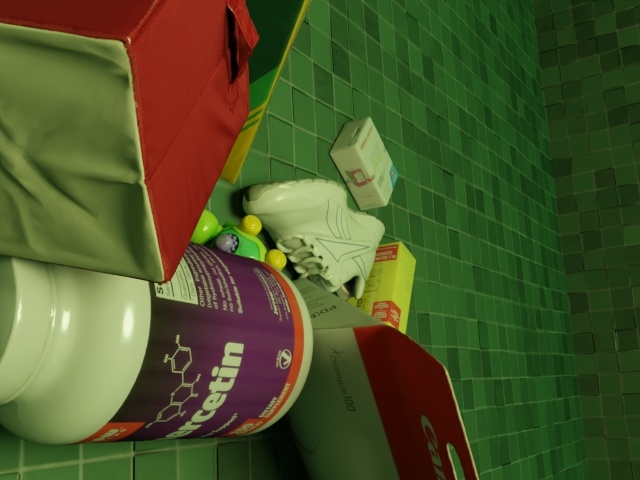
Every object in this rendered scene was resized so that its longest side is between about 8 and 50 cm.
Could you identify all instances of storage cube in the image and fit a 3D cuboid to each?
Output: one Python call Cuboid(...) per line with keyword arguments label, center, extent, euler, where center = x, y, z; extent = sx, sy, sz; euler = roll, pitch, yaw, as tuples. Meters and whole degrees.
Cuboid(label="storage cube", center=(-0.161, -0.113, 0.478), extent=(0.184, 0.214, 0.193), euler=(94, 9, -46))

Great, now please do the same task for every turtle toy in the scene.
Cuboid(label="turtle toy", center=(-0.105, 0.017, 0.831), extent=(0.066, 0.095, 0.130), euler=(-26, 75, -47))

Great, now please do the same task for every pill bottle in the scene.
Cuboid(label="pill bottle", center=(-0.159, 0.081, 0.635), extent=(0.323, 0.181, 0.182), euler=(18, 66, -55))

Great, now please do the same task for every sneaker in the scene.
Cuboid(label="sneaker", center=(0.000, 0.000, 0.996), extent=(0.297, 0.111, 0.129), euler=(27, 64, -51))

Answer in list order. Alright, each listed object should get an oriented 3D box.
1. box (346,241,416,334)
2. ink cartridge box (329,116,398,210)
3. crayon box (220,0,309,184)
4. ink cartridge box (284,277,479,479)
Cuboid(label="box", center=(0.084, 0.116, 1.113), extent=(0.058, 0.087, 0.232), euler=(48, 44, -40))
Cuboid(label="ink cartridge box", center=(0.073, -0.125, 1.196), extent=(0.122, 0.052, 0.088), euler=(61, 36, -31))
Cuboid(label="crayon box", center=(-0.053, -0.298, 0.807), extent=(0.106, 0.313, 0.363), euler=(23, 53, -8))
Cuboid(label="ink cartridge box", center=(0.047, 0.225, 0.780), extent=(0.091, 0.385, 0.308), euler=(-20, 104, -15))
